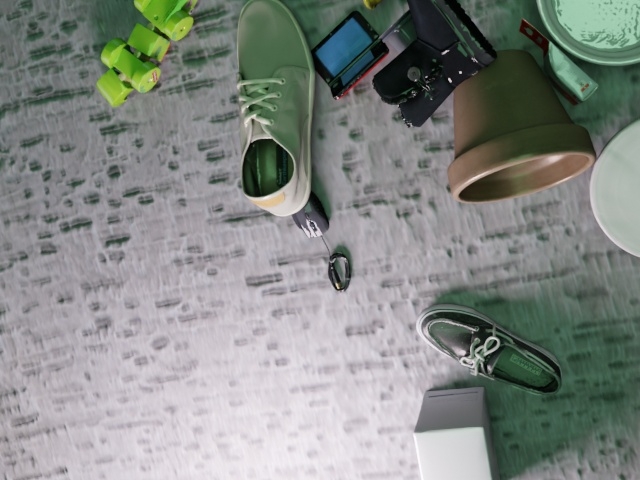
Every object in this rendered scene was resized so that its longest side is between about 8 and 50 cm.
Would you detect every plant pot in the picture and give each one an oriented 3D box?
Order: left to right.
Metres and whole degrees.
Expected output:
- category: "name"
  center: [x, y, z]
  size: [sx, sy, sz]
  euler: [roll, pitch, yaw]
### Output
- category: "plant pot"
  center: [0.345, -0.214, 1.359]
  size: [0.263, 0.263, 0.229]
  euler: [-15, 75, 16]

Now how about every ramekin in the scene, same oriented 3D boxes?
- category: "ramekin"
  center: [0.525, -0.447, 1.313]
  size: [0.277, 0.135, 0.277]
  euler: [2, 99, 14]
- category: "ramekin"
  center: [0.629, -0.102, 1.344]
  size: [0.273, 0.127, 0.272]
  euler: [2, 99, 14]

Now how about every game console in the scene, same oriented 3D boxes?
- category: "game console"
  center: [0.052, -0.370, 1.472]
  size: [0.144, 0.124, 0.085]
  euler: [-41, 114, 17]

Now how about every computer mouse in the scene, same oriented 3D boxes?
- category: "computer mouse"
  center: [0.000, 0.000, 1.562]
  size: [0.071, 0.041, 0.242]
  euler: [-26, 92, 16]

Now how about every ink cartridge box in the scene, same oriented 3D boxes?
- category: "ink cartridge box"
  center: [0.421, -0.322, 1.352]
  size: [0.179, 0.145, 0.045]
  euler: [41, 104, 5]

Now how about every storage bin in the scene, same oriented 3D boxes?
- category: "storage bin"
  center: [0.196, -0.404, 1.408]
  size: [0.091, 0.098, 0.135]
  euler: [47, 72, -7]

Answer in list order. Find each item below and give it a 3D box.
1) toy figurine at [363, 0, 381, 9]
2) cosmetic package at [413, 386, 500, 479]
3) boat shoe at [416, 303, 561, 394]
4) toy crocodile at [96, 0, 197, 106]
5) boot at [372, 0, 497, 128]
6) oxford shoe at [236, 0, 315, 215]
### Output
- category: "toy figurine"
  center: [0.147, -0.637, 1.358]
  size: [0.217, 0.191, 0.362]
  euler: [-11, 97, 10]
- category: "cosmetic package"
  center: [0.277, 0.437, 1.464]
  size: [0.138, 0.225, 0.224]
  euler: [-8, 97, 15]
- category: "boat shoe"
  center: [0.333, 0.225, 1.479]
  size: [0.306, 0.105, 0.113]
  euler: [29, 104, 8]
- category: "toy crocodile"
  center: [-0.357, -0.426, 1.563]
  size: [0.115, 0.105, 0.340]
  euler: [37, 101, 6]
- category: "boot"
  center: [0.164, -0.349, 1.318]
  size: [0.207, 0.094, 0.246]
  euler: [-38, 88, 31]
- category: "oxford shoe"
  center: [-0.101, -0.273, 1.488]
  size: [0.169, 0.130, 0.449]
  euler: [-3, 91, 28]
